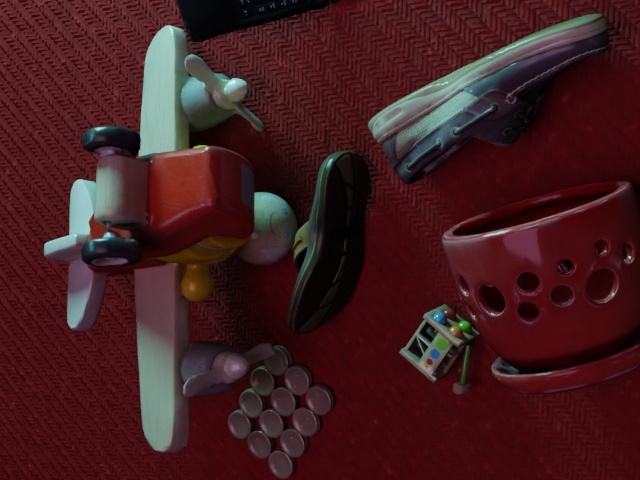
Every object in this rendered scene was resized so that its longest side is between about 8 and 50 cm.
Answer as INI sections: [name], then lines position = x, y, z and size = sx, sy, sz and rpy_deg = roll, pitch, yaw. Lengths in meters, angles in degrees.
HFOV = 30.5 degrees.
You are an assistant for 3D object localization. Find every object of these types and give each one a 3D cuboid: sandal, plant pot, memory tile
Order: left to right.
[memory tile]
position = -0.051, 0.212, 1.454
size = 0.113, 0.012, 0.148
rpy_deg = 39, 118, 20
[sandal]
position = 0.000, 0.000, 1.339
size = 0.060, 0.090, 0.219
rpy_deg = 25, 114, 44
[plant pot]
position = 0.230, 0.048, 1.138
size = 0.191, 0.191, 0.174
rpy_deg = -14, 95, 34

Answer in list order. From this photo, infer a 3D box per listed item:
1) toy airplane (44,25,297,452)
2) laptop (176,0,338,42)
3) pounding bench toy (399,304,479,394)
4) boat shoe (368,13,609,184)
[toy airplane]
position = -0.166, -0.007, 1.365
size = 0.384, 0.273, 0.386
rpy_deg = -118, 36, -53
[laptop]
position = -0.043, -0.370, 1.257
size = 0.234, 0.264, 0.136
rpy_deg = 70, 160, 2
[pounding bench toy]
position = 0.144, 0.120, 1.288
size = 0.083, 0.052, 0.065
rpy_deg = 41, 118, 19
[boat shoe]
position = 0.176, -0.139, 1.192
size = 0.285, 0.103, 0.092
rpy_deg = -24, 91, 37
